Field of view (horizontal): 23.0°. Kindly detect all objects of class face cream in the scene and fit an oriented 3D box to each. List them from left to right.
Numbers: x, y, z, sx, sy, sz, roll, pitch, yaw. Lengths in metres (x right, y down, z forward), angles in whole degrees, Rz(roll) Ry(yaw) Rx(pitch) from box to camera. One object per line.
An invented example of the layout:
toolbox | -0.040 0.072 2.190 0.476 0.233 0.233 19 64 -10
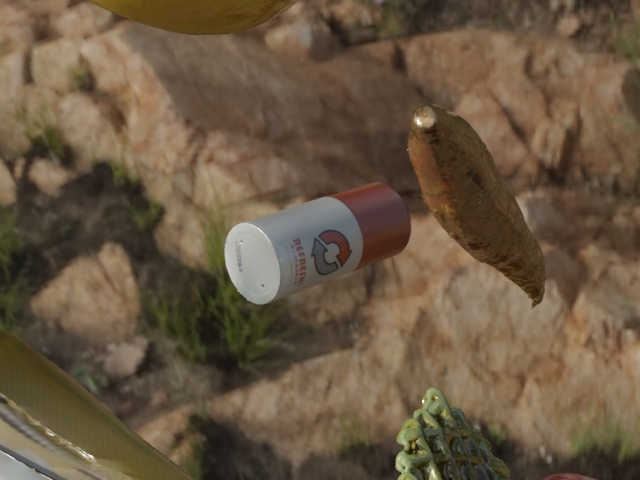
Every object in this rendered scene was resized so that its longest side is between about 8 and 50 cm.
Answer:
face cream | 0.000 0.000 1.827 0.214 0.096 0.096 -19 50 -40

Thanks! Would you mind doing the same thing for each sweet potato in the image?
sweet potato | 0.125 -0.028 1.306 0.072 0.314 0.066 -17 52 14

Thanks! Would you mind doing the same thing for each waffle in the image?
waffle | 0.155 0.283 1.721 0.054 0.214 0.208 -33 17 30

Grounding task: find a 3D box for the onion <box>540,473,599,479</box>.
onion | 0.269 0.310 1.570 0.153 0.177 0.177 -38 57 7

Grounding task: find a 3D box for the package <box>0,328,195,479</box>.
package | -0.102 0.129 0.625 0.311 0.221 0.165 23 100 25

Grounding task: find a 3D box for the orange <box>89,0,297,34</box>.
orange | -0.095 -0.278 1.142 0.279 0.235 0.279 4 41 -3
